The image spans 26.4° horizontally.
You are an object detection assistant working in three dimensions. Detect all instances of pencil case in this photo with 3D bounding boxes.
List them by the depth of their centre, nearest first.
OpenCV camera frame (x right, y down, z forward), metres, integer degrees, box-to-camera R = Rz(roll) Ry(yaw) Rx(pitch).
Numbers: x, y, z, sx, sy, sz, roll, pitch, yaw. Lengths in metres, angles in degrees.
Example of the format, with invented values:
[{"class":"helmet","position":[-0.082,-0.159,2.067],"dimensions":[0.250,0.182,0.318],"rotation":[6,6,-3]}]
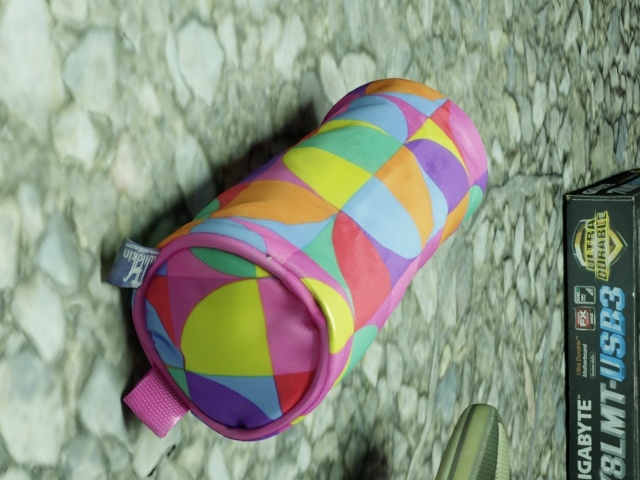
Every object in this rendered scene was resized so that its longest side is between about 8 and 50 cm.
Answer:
[{"class":"pencil case","position":[0.000,0.000,0.634],"dimensions":[0.236,0.104,0.104],"rotation":[-42,128,-56]}]

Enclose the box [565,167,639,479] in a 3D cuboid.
[{"class":"box","position":[0.311,0.085,1.351],"dimensions":[0.293,0.073,0.296],"rotation":[-20,109,-65]}]

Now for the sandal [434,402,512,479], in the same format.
[{"class":"sandal","position":[0.022,0.207,0.714],"dimensions":[0.303,0.086,0.120],"rotation":[-56,148,-27]}]
